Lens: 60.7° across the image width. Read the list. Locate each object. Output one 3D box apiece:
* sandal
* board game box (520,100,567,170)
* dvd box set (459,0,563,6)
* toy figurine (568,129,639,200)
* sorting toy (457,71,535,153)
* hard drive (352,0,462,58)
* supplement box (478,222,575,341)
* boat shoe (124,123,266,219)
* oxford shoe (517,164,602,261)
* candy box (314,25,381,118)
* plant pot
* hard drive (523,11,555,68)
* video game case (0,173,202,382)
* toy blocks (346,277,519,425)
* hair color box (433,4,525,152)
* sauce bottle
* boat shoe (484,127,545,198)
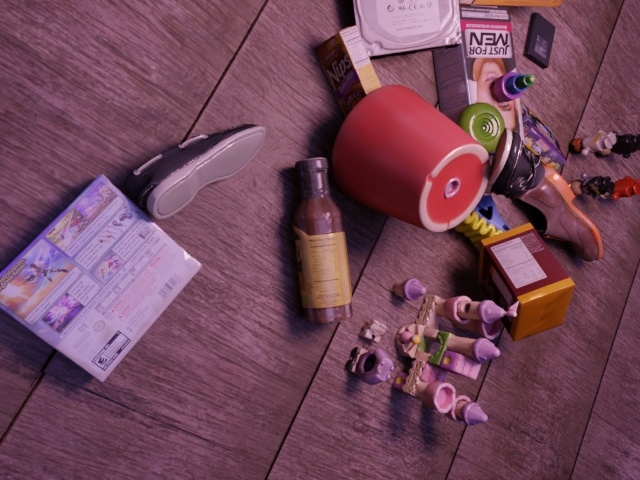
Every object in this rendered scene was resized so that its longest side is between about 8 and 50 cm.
[{"bbox_3d":[0.423,-0.062,1.412,0.317,0.126,0.138,33,67,-28],"label":"sandal"},{"bbox_3d":[0.604,-0.292,1.523,0.170,0.048,0.141,32,38,-27],"label":"board game box"},{"bbox_3d":[0.423,-0.736,1.393,0.420,0.062,0.307,-12,72,-30],"label":"dvd box set"},{"bbox_3d":[0.862,-0.227,1.666,0.209,0.148,0.213,-3,93,-25],"label":"toy figurine"},{"bbox_3d":[0.388,-0.248,1.265,0.127,0.126,0.365,36,82,-14],"label":"sorting toy"},{"bbox_3d":[0.181,-0.592,1.217,0.237,0.064,0.339,-6,100,5],"label":"hard drive"},{"bbox_3d":[0.484,0.102,1.316,0.129,0.194,0.191,-20,142,-1],"label":"supplement box"},{"bbox_3d":[-0.228,-0.156,1.034,0.091,0.114,0.302,37,48,16],"label":"boat shoe"},{"bbox_3d":[0.689,-0.049,1.587,0.133,0.130,0.363,-43,111,2],"label":"oxford shoe"},{"bbox_3d":[0.068,-0.362,1.210,0.053,0.109,0.186,-31,104,-28],"label":"candy box"},{"bbox_3d":[0.198,-0.157,1.146,0.275,0.243,0.275,-21,131,-26],"label":"plant pot"},{"bbox_3d":[0.645,-0.588,1.606,0.094,0.022,0.135,20,79,-29],"label":"hard drive"},{"bbox_3d":[-0.388,0.065,0.958,0.244,0.061,0.269,47,67,-23],"label":"video game case"},{"bbox_3d":[0.290,0.249,1.243,0.309,0.260,0.288,32,74,-26],"label":"toy blocks"},{"bbox_3d":[0.404,-0.405,1.407,0.185,0.113,0.374,-11,95,-29],"label":"hair color box"},{"bbox_3d":[0.000,0.000,1.164,0.111,0.111,0.344,-6,91,-31],"label":"sauce bottle"},{"bbox_3d":[0.429,-0.152,1.195,0.113,0.340,0.127,18,85,14],"label":"boat shoe"}]
